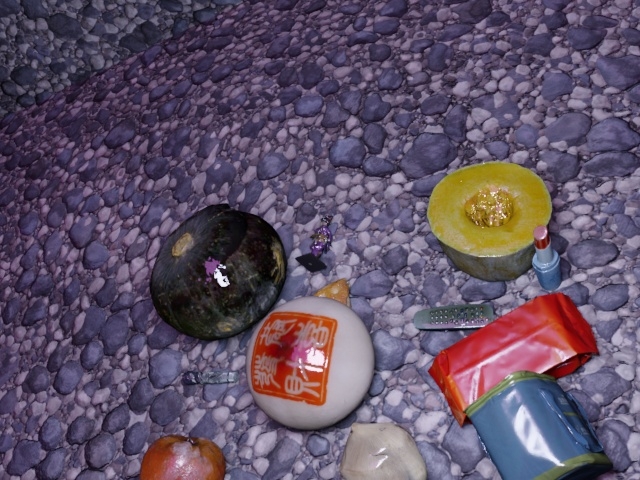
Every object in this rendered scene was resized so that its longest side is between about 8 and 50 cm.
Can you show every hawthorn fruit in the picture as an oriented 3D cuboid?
[{"bbox_3d":[-0.386,0.652,1.748,0.231,0.235,0.263,-29,31,42],"label":"hawthorn fruit"}]

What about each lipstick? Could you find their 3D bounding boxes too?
[{"bbox_3d":[0.578,0.044,1.638,0.068,0.274,0.061,-39,52,-1],"label":"lipstick"}]

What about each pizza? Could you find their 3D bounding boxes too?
[{"bbox_3d":[0.041,0.198,1.942,0.182,0.062,0.161,-45,45,-12],"label":"pizza"}]

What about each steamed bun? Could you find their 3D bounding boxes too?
[{"bbox_3d":[-0.042,0.321,1.740,0.374,0.241,0.375,-10,61,19],"label":"steamed bun"}]

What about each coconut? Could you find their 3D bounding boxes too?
[{"bbox_3d":[0.148,0.542,1.569,0.224,0.224,0.224,-12,56,19],"label":"coconut"}]

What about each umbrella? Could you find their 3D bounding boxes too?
[{"bbox_3d":[-0.347,0.429,1.988,0.188,0.050,0.046,-4,81,23],"label":"umbrella"}]

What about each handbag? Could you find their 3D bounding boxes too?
[{"bbox_3d":[0.493,0.446,1.442,0.222,0.263,0.241,-46,51,26],"label":"handbag"}]

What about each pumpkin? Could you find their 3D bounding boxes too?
[{"bbox_3d":[-0.315,0.103,1.989,0.454,0.344,0.455,-26,41,25],"label":"pumpkin"},{"bbox_3d":[0.477,-0.043,1.807,0.332,0.199,0.333,-8,57,12],"label":"pumpkin"}]

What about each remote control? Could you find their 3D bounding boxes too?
[{"bbox_3d":[0.370,0.218,1.778,0.221,0.042,0.072,-7,58,20],"label":"remote control"}]

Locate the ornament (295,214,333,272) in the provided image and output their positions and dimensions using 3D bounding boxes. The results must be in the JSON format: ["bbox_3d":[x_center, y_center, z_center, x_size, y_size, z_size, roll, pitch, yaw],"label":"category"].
[{"bbox_3d":[-0.007,0.004,2.078,0.081,0.088,0.203,-24,36,40],"label":"ornament"}]

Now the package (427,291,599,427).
[{"bbox_3d":[0.488,0.298,1.624,0.423,0.123,0.196,-30,54,8],"label":"package"}]
